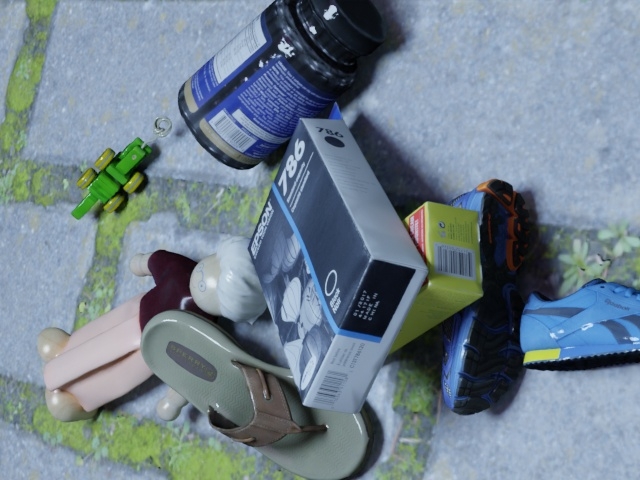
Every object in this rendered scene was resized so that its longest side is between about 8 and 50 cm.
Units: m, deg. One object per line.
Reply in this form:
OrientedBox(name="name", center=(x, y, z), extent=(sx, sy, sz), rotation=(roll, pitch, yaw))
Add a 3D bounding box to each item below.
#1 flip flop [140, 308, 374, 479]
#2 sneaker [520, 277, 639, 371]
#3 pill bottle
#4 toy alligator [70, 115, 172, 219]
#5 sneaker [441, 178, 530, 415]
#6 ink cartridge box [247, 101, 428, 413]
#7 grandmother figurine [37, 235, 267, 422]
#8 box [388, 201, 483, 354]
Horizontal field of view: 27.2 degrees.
OrientedBox(name="flip flop", center=(-0.075, 0.161, 1.346), extent=(0.277, 0.080, 0.112), rotation=(30, 110, 15))
OrientedBox(name="sneaker", center=(0.264, 0.066, 1.136), extent=(0.209, 0.069, 0.082), rotation=(-8, 71, 39))
OrientedBox(name="pill bottle", center=(-0.039, -0.182, 1.413), extent=(0.219, 0.123, 0.122), rotation=(-37, 58, 27))
OrientedBox(name="toy alligator", center=(-0.237, -0.094, 1.607), extent=(0.190, 0.056, 0.051), rotation=(-43, 16, 24))
OrientedBox(name="sneaker", center=(0.143, 0.055, 1.244), extent=(0.087, 0.083, 0.221), rotation=(-9, 68, 52))
OrientedBox(name="ink cartridge box", center=(0.000, 0.000, 1.276), extent=(0.332, 0.065, 0.165), rotation=(-114, 41, -56))
OrientedBox(name="grandmother figurine", center=(-0.181, 0.099, 1.482), extent=(0.342, 0.104, 0.207), rotation=(-32, 69, 33))
OrientedBox(name="box", center=(0.069, 0.048, 1.246), extent=(0.232, 0.058, 0.087), rotation=(-38, 46, 56))
